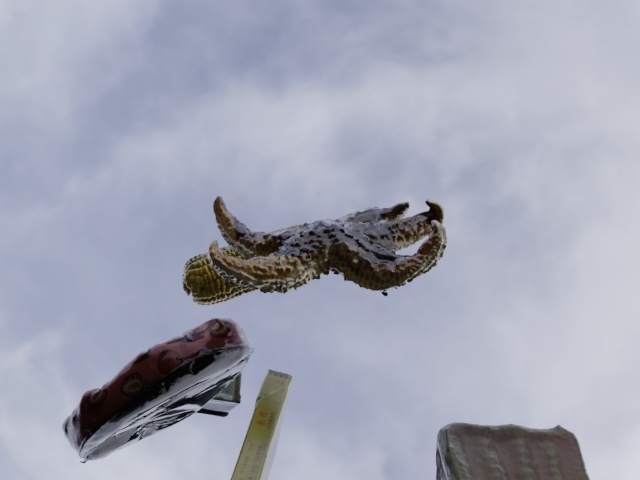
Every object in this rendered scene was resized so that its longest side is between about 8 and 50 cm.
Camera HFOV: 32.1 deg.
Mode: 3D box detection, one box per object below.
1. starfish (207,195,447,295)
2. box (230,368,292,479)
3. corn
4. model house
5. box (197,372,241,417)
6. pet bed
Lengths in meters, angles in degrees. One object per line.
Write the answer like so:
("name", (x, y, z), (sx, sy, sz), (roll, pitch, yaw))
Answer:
("starfish", (0.000, 0.002, 1.034), (0.216, 0.238, 0.071), (14, -70, 45))
("box", (-0.087, 0.303, 1.404), (0.041, 0.279, 0.153), (12, -61, 2))
("corn", (-0.086, 0.030, 1.475), (0.203, 0.072, 0.072), (-19, -81, -3))
("model house", (0.189, 0.282, 0.951), (0.173, 0.268, 0.239), (-31, -61, 13))
("box", (-0.139, 0.177, 1.363), (0.063, 0.084, 0.060), (-37, -136, 55))
("pet bed", (-0.157, 0.148, 1.076), (0.201, 0.201, 0.053), (-45, -107, 32))
